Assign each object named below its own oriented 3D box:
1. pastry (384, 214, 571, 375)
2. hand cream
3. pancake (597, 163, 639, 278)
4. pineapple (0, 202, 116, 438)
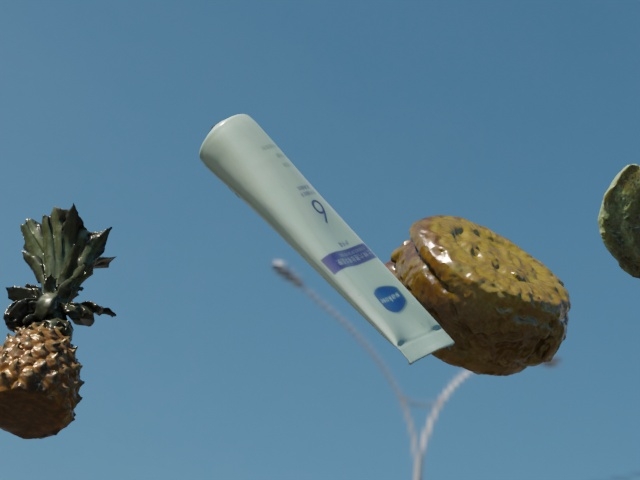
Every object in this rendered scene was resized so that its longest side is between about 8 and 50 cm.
[{"bbox_3d":[0.202,0.061,1.963,0.235,0.240,0.132,-2,-50,-42],"label":"pastry"},{"bbox_3d":[0.000,0.000,1.579,0.067,0.320,0.109,-49,-15,23],"label":"hand cream"},{"bbox_3d":[0.327,-0.015,1.518,0.130,0.116,0.022,28,3,-6],"label":"pancake"},{"bbox_3d":[-0.310,0.091,1.808,0.119,0.277,0.130,35,-48,-26],"label":"pineapple"}]
